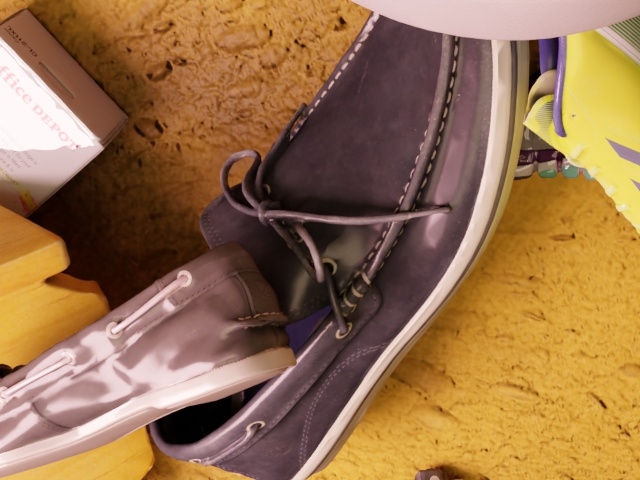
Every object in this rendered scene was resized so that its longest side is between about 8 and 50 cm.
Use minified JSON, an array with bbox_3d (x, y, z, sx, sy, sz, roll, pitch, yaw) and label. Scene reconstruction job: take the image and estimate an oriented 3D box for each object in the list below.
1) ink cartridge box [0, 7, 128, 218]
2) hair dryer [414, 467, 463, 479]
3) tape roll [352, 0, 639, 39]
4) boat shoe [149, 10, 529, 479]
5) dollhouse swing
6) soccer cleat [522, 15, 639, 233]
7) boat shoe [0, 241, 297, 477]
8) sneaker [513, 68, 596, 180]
[{"bbox_3d":[-0.267,-0.086,0.926,0.175,0.072,0.127,-36,105,24],"label":"ink cartridge box"},{"bbox_3d":[0.156,0.366,1.063,0.223,0.080,0.294,17,117,1],"label":"hair dryer"},{"bbox_3d":[0.114,-0.312,0.643,0.392,0.072,0.392,-1,82,4],"label":"tape roll"},{"bbox_3d":[0.000,0.000,0.848,0.156,0.187,0.500,6,126,-32],"label":"boat shoe"},{"bbox_3d":[-0.368,0.102,0.998,0.315,0.305,0.347,-24,133,-18],"label":"dollhouse swing"},{"bbox_3d":[0.195,-0.076,0.732,0.121,0.093,0.289,-28,109,-4],"label":"soccer cleat"},{"bbox_3d":[-0.169,0.099,0.816,0.335,0.112,0.095,-23,78,23],"label":"boat shoe"},{"bbox_3d":[0.211,-0.099,0.834,0.223,0.083,0.098,-2,110,12],"label":"sneaker"}]
